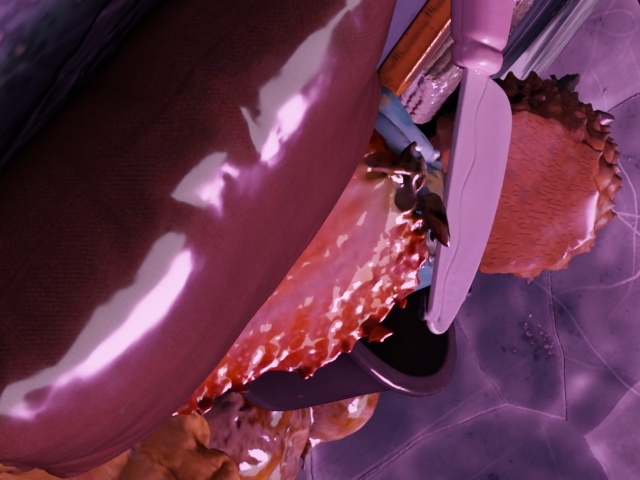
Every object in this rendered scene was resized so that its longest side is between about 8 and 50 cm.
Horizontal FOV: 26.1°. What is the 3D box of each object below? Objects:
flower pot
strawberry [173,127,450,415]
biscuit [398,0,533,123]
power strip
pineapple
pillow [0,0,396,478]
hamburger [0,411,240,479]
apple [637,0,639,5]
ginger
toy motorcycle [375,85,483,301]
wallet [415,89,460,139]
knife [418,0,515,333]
[{"bbox_3d":[-0.008,0.055,1.189,0.148,0.235,0.235,-31,-176,27],"label":"flower pot"},{"bbox_3d":[-0.042,0.001,0.906,0.236,0.175,0.107,-15,-162,-17],"label":"strawberry"},{"bbox_3d":[0.154,-0.206,1.448,0.250,0.046,0.147,-47,174,-31],"label":"biscuit"},{"bbox_3d":[0.096,-0.184,1.229,0.178,0.028,0.049,-54,174,22],"label":"power strip"},{"bbox_3d":[0.239,-0.108,1.590,0.223,0.223,0.357,-54,-178,27],"label":"pineapple"},{"bbox_3d":[-0.065,-0.017,0.663,0.305,0.108,0.308,-51,174,-9],"label":"pillow"},{"bbox_3d":[-0.166,0.228,0.951,0.162,0.209,0.330,-54,172,23],"label":"hamburger"},{"bbox_3d":[0.398,-0.293,0.925,0.473,0.474,0.473,-50,174,-7],"label":"apple"},{"bbox_3d":[-0.097,0.182,1.343,0.256,0.176,0.375,-33,170,21],"label":"ginger"},{"bbox_3d":[0.055,-0.045,1.109,0.109,0.198,0.296,-24,168,18],"label":"toy motorcycle"},{"bbox_3d":[0.118,-0.126,1.685,0.172,0.045,0.318,-54,172,12],"label":"wallet"},{"bbox_3d":[0.115,-0.098,1.023,0.081,0.043,0.335,6,92,-47],"label":"knife"}]
